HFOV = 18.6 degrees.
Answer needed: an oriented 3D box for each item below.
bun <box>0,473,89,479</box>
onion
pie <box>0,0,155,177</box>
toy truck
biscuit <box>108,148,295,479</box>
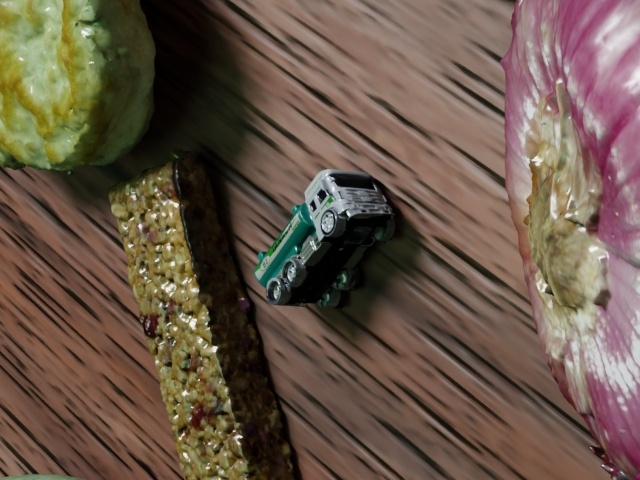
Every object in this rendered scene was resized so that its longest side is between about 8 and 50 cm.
[{"bbox_3d":[-0.168,0.277,1.060,0.293,0.187,0.293,9,103,47],"label":"bun"},{"bbox_3d":[0.157,-0.019,0.711,0.230,0.163,0.230,171,90,-87],"label":"onion"},{"bbox_3d":[-0.165,-0.143,1.059,0.248,0.090,0.201,56,142,24],"label":"pie"},{"bbox_3d":[0.000,0.000,0.948,0.083,0.039,0.044,-54,46,38],"label":"toy truck"},{"bbox_3d":[-0.062,0.053,1.022,0.064,0.034,0.199,-22,80,45],"label":"biscuit"}]
